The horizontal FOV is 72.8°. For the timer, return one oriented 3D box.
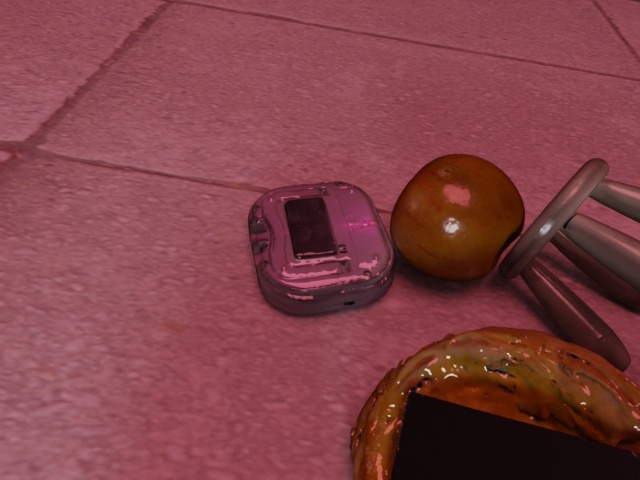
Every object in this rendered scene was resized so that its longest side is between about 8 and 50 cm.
[{"bbox_3d":[0.000,0.000,0.608,0.190,0.069,0.209,-9,52,-12],"label":"timer"}]

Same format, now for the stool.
[{"bbox_3d":[0.371,0.024,0.558,0.195,0.195,0.198,-34,62,-32],"label":"stool"}]

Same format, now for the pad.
[{"bbox_3d":[0.156,0.218,0.308,0.242,0.004,0.164,3,67,38],"label":"pad"}]

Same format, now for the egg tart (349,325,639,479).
[{"bbox_3d":[0.161,0.216,0.381,0.290,0.107,0.291,-18,54,27],"label":"egg tart"}]

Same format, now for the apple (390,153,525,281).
[{"bbox_3d":[0.188,-0.029,0.592,0.155,0.182,0.182,40,55,15],"label":"apple"}]
